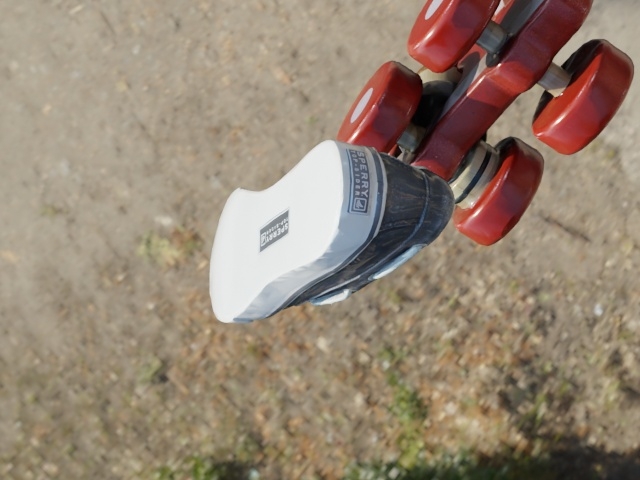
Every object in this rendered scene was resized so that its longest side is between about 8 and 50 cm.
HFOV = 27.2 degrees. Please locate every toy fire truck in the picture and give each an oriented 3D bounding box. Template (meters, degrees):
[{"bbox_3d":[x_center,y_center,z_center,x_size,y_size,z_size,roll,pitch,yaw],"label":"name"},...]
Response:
[{"bbox_3d":[0.149,-0.160,1.197,0.169,0.254,0.302,31,129,-10],"label":"toy fire truck"}]

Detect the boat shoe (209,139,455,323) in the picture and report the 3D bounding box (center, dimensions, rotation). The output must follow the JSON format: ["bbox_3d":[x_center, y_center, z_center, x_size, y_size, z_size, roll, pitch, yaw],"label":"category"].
[{"bbox_3d":[0.000,0.000,0.989,0.102,0.108,0.301,8,161,-22],"label":"boat shoe"}]
